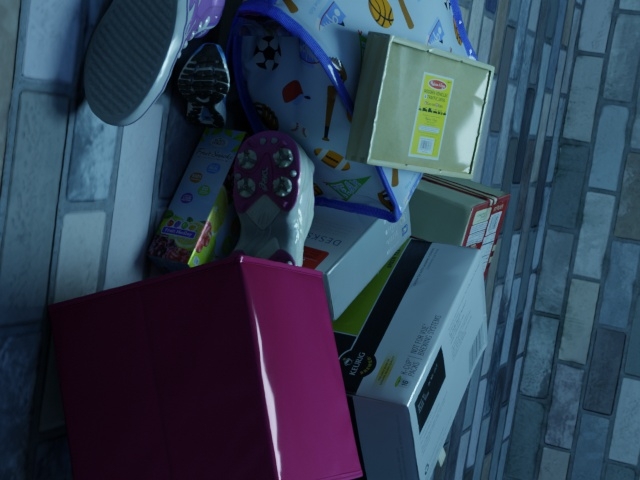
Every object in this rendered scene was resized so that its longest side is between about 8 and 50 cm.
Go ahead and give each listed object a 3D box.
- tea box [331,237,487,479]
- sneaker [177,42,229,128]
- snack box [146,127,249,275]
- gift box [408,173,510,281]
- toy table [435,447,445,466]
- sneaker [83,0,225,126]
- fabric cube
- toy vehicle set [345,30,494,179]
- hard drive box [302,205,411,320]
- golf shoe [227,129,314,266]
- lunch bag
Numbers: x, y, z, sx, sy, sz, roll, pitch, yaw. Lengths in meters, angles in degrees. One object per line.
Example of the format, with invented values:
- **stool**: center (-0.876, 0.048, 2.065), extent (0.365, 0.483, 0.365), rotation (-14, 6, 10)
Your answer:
- **tea box**: center (0.048, 0.169, 1.795), extent (0.329, 0.324, 0.220), rotation (-58, 150, -41)
- **sneaker**: center (-0.145, -0.207, 1.500), extent (0.162, 0.063, 0.073), rotation (108, -12, -67)
- **snack box**: center (-0.136, -0.020, 1.604), extent (0.207, 0.070, 0.174), rotation (-67, 154, -24)
- **gift box**: center (0.161, -0.028, 2.053), extent (0.255, 0.258, 0.276), rotation (-8, 116, -66)
- **toy table**: center (0.116, 0.297, 1.988), extent (0.252, 0.161, 0.274), rotation (52, 54, -62)
- **sneaker**: center (-0.173, -0.240, 1.381), extent (0.161, 0.102, 0.282), rotation (53, 52, -65)
- **fabric cube**: center (-0.130, 0.178, 1.378), extent (0.254, 0.259, 0.258), rotation (12, 65, -67)
- **toy vehicle set**: center (0.139, -0.175, 1.598), extent (0.267, 0.035, 0.166), rotation (4, 99, -52)
- **hard drive box**: center (0.000, 0.000, 1.756), extent (0.232, 0.181, 0.089), rotation (-47, 140, -42)
- **golf shoe**: center (-0.059, 0.013, 1.571), extent (0.140, 0.115, 0.306), rotation (5, 95, -70)
- **lunch bag**: center (0.032, -0.276, 1.658), extent (0.328, 0.239, 0.385), rotation (-62, 144, -31)
